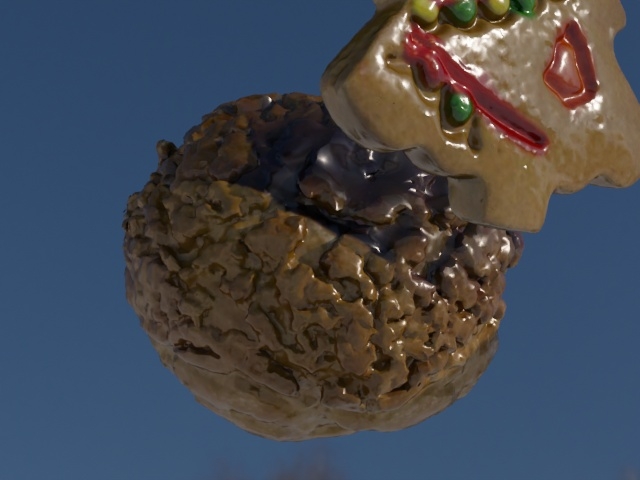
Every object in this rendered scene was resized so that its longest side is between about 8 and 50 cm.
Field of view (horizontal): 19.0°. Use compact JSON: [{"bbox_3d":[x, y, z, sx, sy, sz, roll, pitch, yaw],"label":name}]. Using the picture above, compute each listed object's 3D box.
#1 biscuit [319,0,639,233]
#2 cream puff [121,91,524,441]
[{"bbox_3d":[0.092,-0.122,0.980,0.212,0.239,0.041,6,-12,-34],"label":"biscuit"},{"bbox_3d":[0.000,0.000,1.605,0.327,0.343,0.231,-14,-35,-18],"label":"cream puff"}]
